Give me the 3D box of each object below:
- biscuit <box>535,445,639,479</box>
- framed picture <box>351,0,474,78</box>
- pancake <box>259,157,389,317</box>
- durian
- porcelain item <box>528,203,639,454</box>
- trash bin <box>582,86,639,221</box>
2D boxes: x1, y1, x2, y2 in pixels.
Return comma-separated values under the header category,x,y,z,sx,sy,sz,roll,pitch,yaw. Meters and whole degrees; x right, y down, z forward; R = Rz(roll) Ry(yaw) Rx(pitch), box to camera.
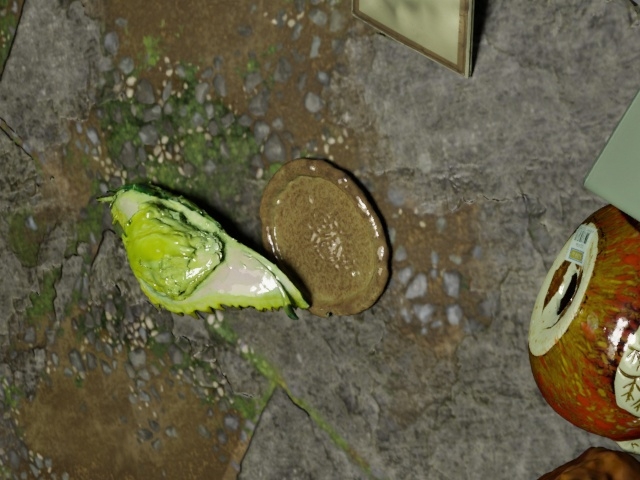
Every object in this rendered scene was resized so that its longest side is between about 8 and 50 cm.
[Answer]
category,x,y,z,sx,sy,sz,roll,pitch,yaw
biscuit,0.274,0.404,1.865,0.343,0.166,0.395,49,144,0
framed picture,0.096,-0.294,1.927,0.173,0.010,0.231,33,143,29
pancake,0.001,0.000,2.140,0.199,0.021,0.199,14,112,38
durian,-0.172,0.015,2.232,0.375,0.106,0.132,29,148,34
porcelain item,0.332,0.084,1.779,0.253,0.253,0.253,13,110,38
trash bin,0.441,-0.057,1.620,0.343,0.158,0.223,35,132,11
